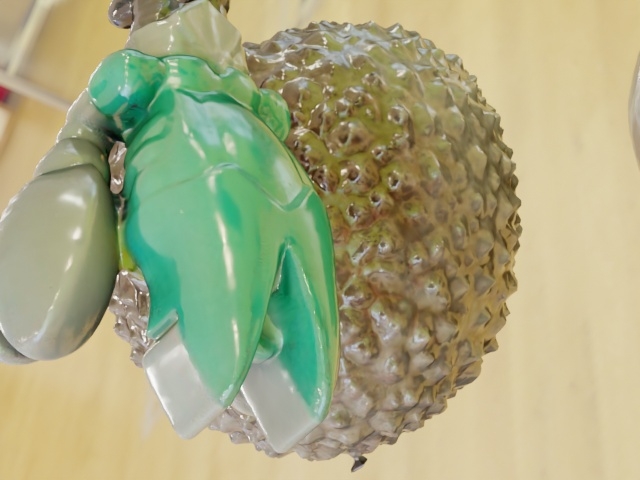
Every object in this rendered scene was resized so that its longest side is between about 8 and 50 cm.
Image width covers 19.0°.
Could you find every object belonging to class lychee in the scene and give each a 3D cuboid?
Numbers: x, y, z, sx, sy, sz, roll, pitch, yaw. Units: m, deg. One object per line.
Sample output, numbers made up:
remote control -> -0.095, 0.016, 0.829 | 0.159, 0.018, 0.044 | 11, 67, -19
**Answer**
lychee -> 0.003, -0.005, 1.240 | 0.300, 0.300, 0.300 | -57, 19, 32

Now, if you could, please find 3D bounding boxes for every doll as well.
doll -> -0.055, -0.002, 0.955 | 0.153, 0.195, 0.258 | -47, 17, 41

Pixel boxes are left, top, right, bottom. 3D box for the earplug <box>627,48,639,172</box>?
earplug -> 0.424, -0.129, 1.419 | 0.394, 0.312, 0.313 | -34, 34, 39
